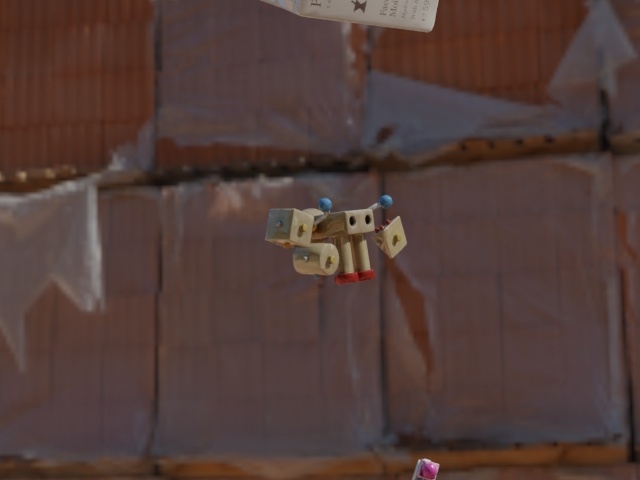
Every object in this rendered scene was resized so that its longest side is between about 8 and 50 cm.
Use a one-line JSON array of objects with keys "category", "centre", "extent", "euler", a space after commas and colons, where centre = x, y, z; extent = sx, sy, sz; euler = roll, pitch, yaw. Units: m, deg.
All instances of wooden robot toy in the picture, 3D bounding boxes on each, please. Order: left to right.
[{"category": "wooden robot toy", "centre": [0.000, 0.000, 1.171], "extent": [0.079, 0.076, 0.173], "euler": [0, 3, 37]}]

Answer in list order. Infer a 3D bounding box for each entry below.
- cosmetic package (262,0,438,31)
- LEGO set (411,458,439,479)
[{"category": "cosmetic package", "centre": [0.033, -0.339, 1.556], "extent": [0.184, 0.151, 0.151], "euler": [1, 18, -29]}, {"category": "LEGO set", "centre": [0.249, 0.370, 1.705], "extent": [0.287, 0.132, 0.107], "euler": [10, -1, -2]}]
